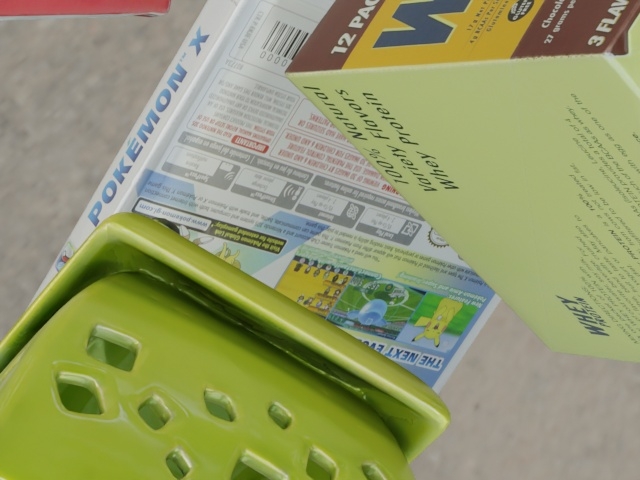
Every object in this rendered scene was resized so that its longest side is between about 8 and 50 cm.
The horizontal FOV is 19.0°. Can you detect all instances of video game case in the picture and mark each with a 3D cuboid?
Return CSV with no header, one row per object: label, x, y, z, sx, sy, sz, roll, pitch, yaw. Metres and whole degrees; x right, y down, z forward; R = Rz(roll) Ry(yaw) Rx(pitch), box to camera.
video game case,0.000,0.000,1.195,0.300,0.329,0.036,-58,45,16

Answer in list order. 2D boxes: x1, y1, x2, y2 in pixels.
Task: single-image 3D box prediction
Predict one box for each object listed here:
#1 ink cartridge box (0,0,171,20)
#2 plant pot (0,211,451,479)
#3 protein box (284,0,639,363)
ink cartridge box,-0.122,-0.194,0.388,0.197,0.114,0.273,14,104,27
plant pot,-0.080,0.134,0.896,0.227,0.207,0.228,31,133,-14
protein box,0.136,-0.056,0.781,0.200,0.136,0.201,45,159,-27
